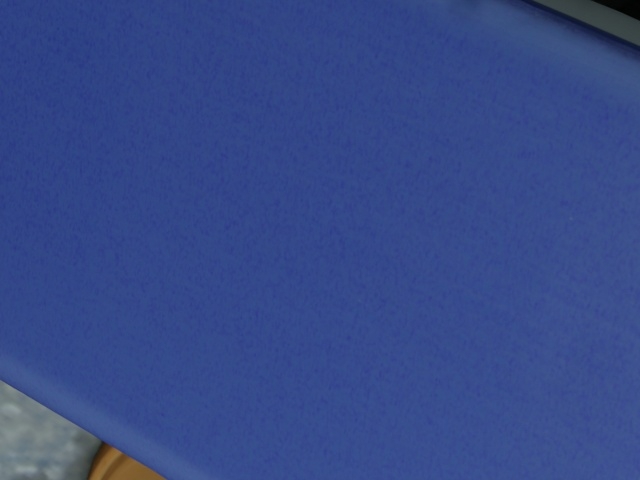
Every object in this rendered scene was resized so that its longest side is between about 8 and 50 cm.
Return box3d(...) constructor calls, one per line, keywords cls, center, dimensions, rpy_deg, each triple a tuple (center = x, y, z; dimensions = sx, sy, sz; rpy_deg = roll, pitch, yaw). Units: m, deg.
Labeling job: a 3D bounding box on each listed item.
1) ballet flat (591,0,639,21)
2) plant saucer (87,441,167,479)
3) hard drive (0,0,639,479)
box3d(cls="ballet flat", center=(0.134, -0.132, 0.541), dimensions=(0.096, 0.095, 0.280), rpy_deg=(35, 129, 3))
box3d(cls="plant saucer", center=(-0.013, 0.147, 0.831), dimensions=(0.200, 0.037, 0.200), rpy_deg=(7, 128, 9))
box3d(cls="hard drive", center=(0.000, 0.000, 0.602), dimensions=(0.319, 0.040, 0.210), rpy_deg=(27, 118, 23))
